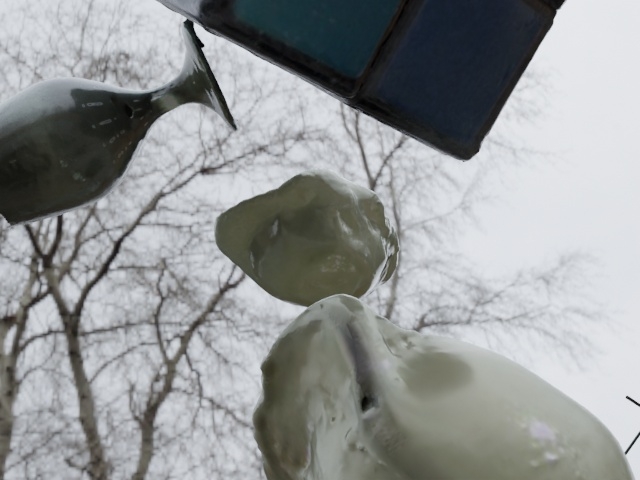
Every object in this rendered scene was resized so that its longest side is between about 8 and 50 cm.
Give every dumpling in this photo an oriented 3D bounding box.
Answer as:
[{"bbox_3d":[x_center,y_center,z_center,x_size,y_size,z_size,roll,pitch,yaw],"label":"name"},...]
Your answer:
[{"bbox_3d":[0.089,0.234,0.728,0.395,0.233,0.315,42,-55,0],"label":"dumpling"},{"bbox_3d":[0.000,0.000,1.062,0.250,0.132,0.162,20,-60,-32],"label":"dumpling"}]

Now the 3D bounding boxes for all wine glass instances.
[{"bbox_3d":[-0.205,-0.106,0.851,0.241,0.126,0.126,-26,-44,-1],"label":"wine glass"}]

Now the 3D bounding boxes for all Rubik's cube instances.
[{"bbox_3d":[0.021,-0.295,0.782,0.316,0.313,0.318,21,-77,-39],"label":"Rubik's cube"}]

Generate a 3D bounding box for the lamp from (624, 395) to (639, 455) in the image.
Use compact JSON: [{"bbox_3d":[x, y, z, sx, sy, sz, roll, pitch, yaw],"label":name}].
[{"bbox_3d":[0.311,0.224,0.937,0.121,0.041,0.054,-57,-36,-4],"label":"lamp"}]
